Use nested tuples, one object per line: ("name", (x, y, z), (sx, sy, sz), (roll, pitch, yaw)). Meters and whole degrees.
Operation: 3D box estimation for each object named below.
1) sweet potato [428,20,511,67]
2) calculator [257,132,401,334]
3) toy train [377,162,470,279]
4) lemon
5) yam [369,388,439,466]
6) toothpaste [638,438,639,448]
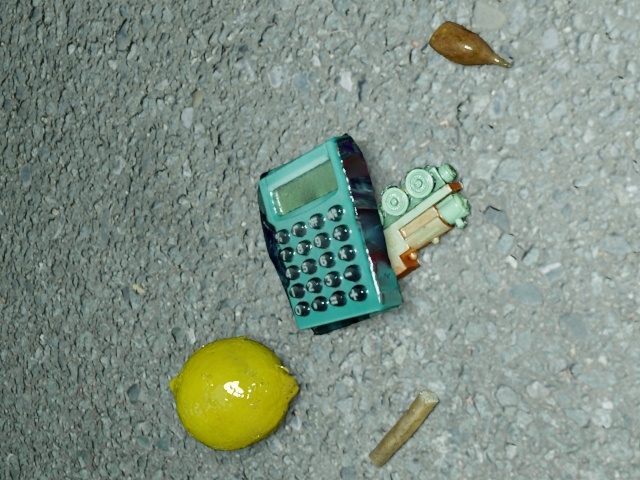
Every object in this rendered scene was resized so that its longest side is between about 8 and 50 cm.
("sweet potato", (0.209, -0.262, 1.094), (0.117, 0.049, 0.049), (29, 106, 16))
("calculator", (0.000, 0.000, 1.169), (0.248, 0.058, 0.274), (-22, 81, 55))
("toy train", (0.134, -0.029, 1.130), (0.176, 0.074, 0.118), (-36, 81, 26))
("lemon", (-0.133, 0.238, 1.243), (0.206, 0.173, 0.174), (-16, 83, 15))
("yam", (0.121, 0.278, 1.169), (0.032, 0.032, 0.145), (45, 114, 22))
("toothpaste", (0.435, 0.167, 0.970), (0.067, 0.043, 0.195), (16, 95, 27))
